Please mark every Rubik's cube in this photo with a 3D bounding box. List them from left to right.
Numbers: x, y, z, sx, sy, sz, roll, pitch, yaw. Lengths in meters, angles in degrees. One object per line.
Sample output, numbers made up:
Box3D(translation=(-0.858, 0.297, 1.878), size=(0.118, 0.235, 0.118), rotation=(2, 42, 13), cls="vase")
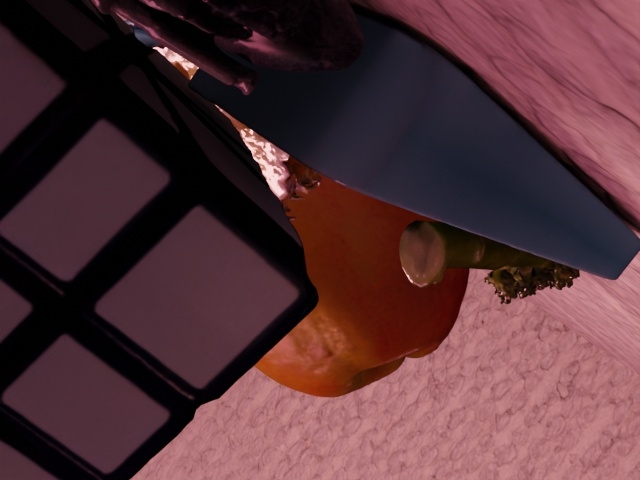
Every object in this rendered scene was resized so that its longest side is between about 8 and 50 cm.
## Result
Box3D(translation=(-0.208, -0.015, 0.740), size=(0.293, 0.283, 0.288), rotation=(40, -172, -27), cls="Rubik's cube")

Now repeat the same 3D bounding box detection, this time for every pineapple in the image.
Box3D(translation=(-0.046, -0.116, 0.960), size=(0.176, 0.137, 0.161), rotation=(26, 137, 29), cls="pineapple")

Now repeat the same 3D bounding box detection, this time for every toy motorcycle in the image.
Box3D(translation=(-0.121, -0.174, 0.574), size=(0.307, 0.108, 0.173), rotation=(34, -170, 12), cls="toy motorcycle")

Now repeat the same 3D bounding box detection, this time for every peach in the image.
Box3D(translation=(0.000, 0.000, 1.305), size=(0.332, 0.308, 0.308), rotation=(52, -176, 11), cls="peach")

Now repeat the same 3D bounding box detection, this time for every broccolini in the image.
Box3D(translation=(0.121, 0.018, 0.898), size=(0.079, 0.074, 0.392), rotation=(20, -173, 24), cls="broccolini")

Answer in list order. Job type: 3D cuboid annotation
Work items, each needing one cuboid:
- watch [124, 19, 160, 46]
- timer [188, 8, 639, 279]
Box3D(translation=(-0.200, -0.191, 1.444), size=(0.211, 0.193, 0.211), rotation=(35, 179, 1), cls="watch")
Box3D(translation=(0.063, -0.055, 0.787), size=(0.250, 0.091, 0.232), rotation=(31, -177, -35), cls="timer")
